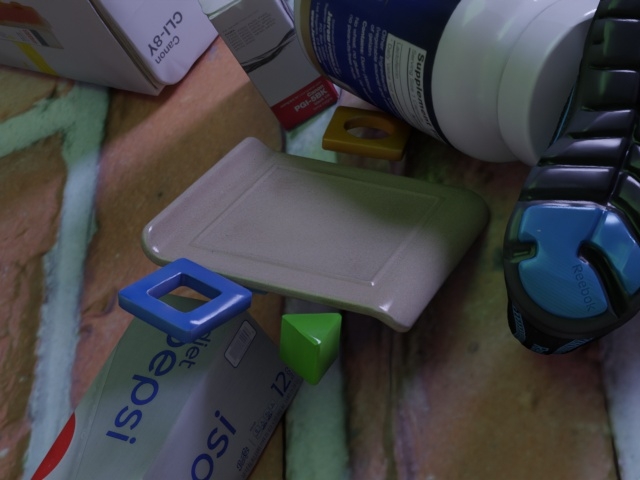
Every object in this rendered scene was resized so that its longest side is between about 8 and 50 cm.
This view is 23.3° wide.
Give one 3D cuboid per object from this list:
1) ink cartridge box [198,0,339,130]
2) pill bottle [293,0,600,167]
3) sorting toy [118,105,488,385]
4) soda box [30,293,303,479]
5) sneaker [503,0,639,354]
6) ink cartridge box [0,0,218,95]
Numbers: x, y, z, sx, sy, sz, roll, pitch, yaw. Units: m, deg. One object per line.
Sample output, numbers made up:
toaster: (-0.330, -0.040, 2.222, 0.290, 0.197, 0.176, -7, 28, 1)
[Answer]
ink cartridge box: (-0.048, -0.173, 1.272, 0.056, 0.135, 0.099, -30, 42, 6)
pill bottle: (0.111, -0.146, 1.126, 0.153, 0.153, 0.264, -46, 43, -10)
sorting toy: (0.000, 0.000, 1.083, 0.196, 0.047, 0.348, 16, 33, 19)
soda box: (-0.131, 0.176, 1.043, 0.098, 0.091, 0.286, 9, 58, 40)
sneaker: (0.207, -0.079, 0.992, 0.125, 0.140, 0.341, 32, 73, 10)
ink cartridge box: (-0.233, -0.313, 1.507, 0.384, 0.160, 0.279, 15, 61, 42)
